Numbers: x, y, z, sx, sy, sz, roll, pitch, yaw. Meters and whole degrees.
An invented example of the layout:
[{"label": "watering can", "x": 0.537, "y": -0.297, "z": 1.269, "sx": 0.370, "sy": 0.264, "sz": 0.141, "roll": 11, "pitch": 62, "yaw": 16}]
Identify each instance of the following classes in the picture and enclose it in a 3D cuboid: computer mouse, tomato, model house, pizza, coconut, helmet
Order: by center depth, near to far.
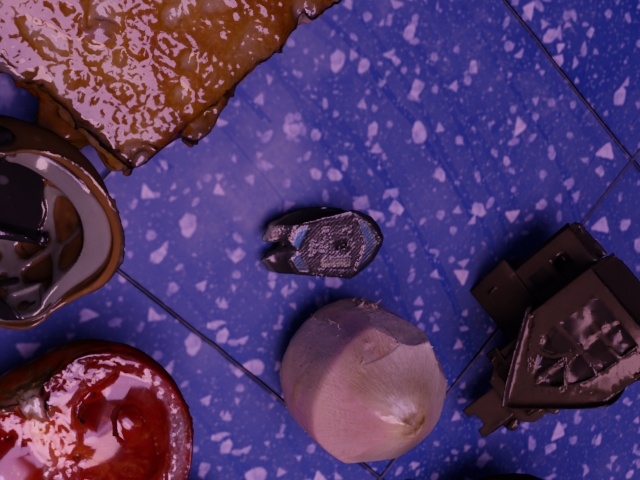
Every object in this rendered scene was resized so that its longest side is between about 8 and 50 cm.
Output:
[{"label": "helmet", "x": -0.285, "y": -0.031, "z": 0.917, "sx": 0.224, "sy": 0.130, "sz": 0.198, "roll": -6, "pitch": 132, "yaw": -8}, {"label": "pizza", "x": -0.165, "y": -0.203, "z": 0.951, "sx": 0.409, "sy": 0.114, "sz": 0.277, "roll": -11, "pitch": 107, "yaw": -23}, {"label": "tomato", "x": -0.242, "y": 0.197, "z": 1.006, "sx": 0.233, "sy": 0.139, "sz": 0.200, "roll": -27, "pitch": 110, "yaw": -16}, {"label": "coconut", "x": 0.051, "y": 0.148, "z": 1.112, "sx": 0.171, "sy": 0.183, "sz": 0.171, "roll": -9, "pitch": 109, "yaw": -28}, {"label": "computer mouse", "x": 0.000, "y": 0.000, "z": 1.126, "sx": 0.135, "sy": 0.047, "sz": 0.079, "roll": -5, "pitch": 112, "yaw": -13}, {"label": "model house", "x": 0.256, "y": 0.122, "z": 1.225, "sx": 0.243, "sy": 0.211, "sz": 0.204, "roll": -42, "pitch": 77, "yaw": 20}]

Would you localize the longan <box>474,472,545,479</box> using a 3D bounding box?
[{"label": "longan", "x": 0.222, "y": 0.394, "z": 1.245, "sx": 0.246, "sy": 0.215, "sz": 0.246, "roll": -3, "pitch": 104, "yaw": -13}]
